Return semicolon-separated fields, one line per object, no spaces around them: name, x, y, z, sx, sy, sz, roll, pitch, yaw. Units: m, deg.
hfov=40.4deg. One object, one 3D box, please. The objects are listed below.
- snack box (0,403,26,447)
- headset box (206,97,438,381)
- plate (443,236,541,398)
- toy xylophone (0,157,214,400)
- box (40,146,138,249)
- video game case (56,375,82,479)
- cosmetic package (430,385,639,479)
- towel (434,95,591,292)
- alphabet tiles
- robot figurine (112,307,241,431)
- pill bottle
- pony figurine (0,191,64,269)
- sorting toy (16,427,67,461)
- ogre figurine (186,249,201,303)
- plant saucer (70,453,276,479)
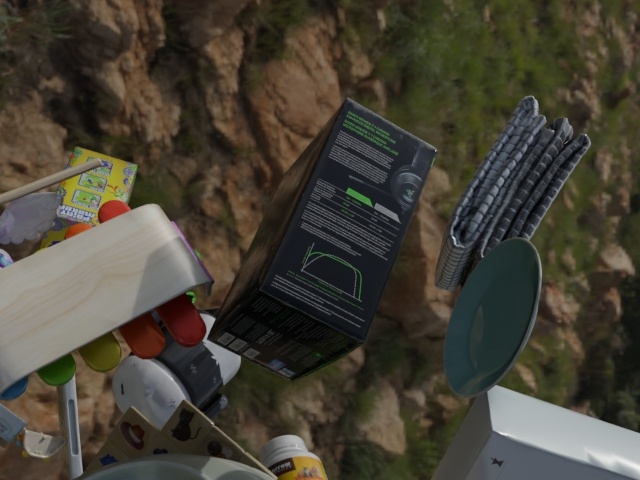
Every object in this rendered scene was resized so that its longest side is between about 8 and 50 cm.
snack box;-0.470;0.223;1.176;0.141;0.100;0.037;39;63;-9
headset box;0.000;0.000;1.059;0.131;0.246;0.283;28;63;-10
plate;0.194;0.087;0.959;0.024;0.188;0.188;21;65;-15
toy xylophone;-0.276;0.041;0.963;0.322;0.081;0.236;-19;71;-30
box;-0.624;-0.038;2.316;0.279;0.177;0.290;-87;-161;-48
video game case;-0.457;0.332;1.576;0.023;0.212;0.193;-4;83;-20
cosmetic package;0.248;0.370;1.014;0.097;0.284;0.377;-83;-166;-61
towel;0.294;-0.048;1.359;0.284;0.121;0.235;-56;165;-14
alphabet tiles;-0.222;0.406;1.191;0.342;0.285;0.011;-54;164;3
robot figurine;-0.266;0.239;1.650;0.278;0.209;0.173;-44;165;-40
pill bottle;-0.036;0.429;1.426;0.117;0.117;0.215;51;10;-44
pony figurine;-0.712;0.049;1.860;0.303;0.351;0.363;-57;146;-41
sorting toy;-0.491;0.338;1.483;0.083;0.075;0.045;31;82;-44
ogre figurine;-0.325;0.113;1.879;0.097;0.118;0.197;31;45;-50
plant saucer;-0.194;0.338;0.910;0.400;0.400;0.100;-44;135;-50
